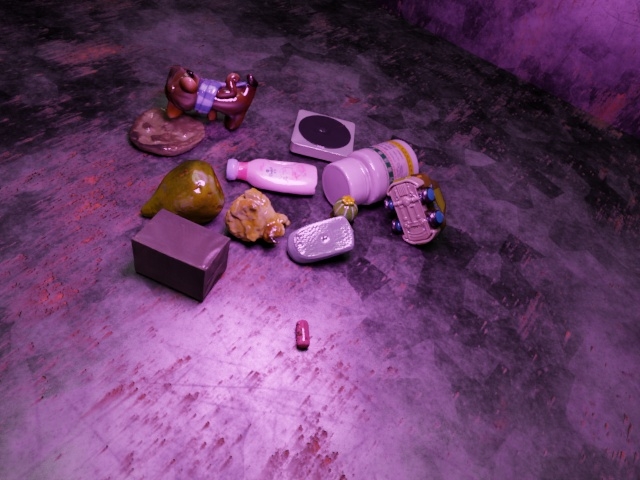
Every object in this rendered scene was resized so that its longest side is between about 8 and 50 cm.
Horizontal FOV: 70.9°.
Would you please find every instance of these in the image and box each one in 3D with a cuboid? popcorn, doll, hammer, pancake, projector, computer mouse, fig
[{"bbox_3d":[-0.214,-0.062,1.478,0.195,0.173,0.168,44,87,-9],"label":"popcorn"},{"bbox_3d":[-0.435,-0.579,1.760,0.339,0.318,0.209,1,68,-30],"label":"doll"},{"bbox_3d":[-0.052,0.270,1.298,0.043,0.043,0.083,4,50,-13],"label":"hammer"},{"bbox_3d":[-0.596,-0.423,1.751,0.294,0.050,0.295,8,44,-8],"label":"pancake"},{"bbox_3d":[0.011,-0.437,1.913,0.259,0.079,0.257,13,48,-4],"label":"projector"},{"bbox_3d":[0.000,0.000,1.499,0.230,0.079,0.128,-13,84,-8],"label":"computer mouse"},{"bbox_3d":[-0.460,-0.139,1.460,0.274,0.206,0.206,-19,54,-3],"label":"fig"}]

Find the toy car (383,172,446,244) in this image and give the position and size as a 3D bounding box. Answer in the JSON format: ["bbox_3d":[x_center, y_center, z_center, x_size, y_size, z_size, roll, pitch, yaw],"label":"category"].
[{"bbox_3d":[0.375,-0.129,1.646,0.198,0.204,0.248,-28,100,-40],"label":"toy car"}]

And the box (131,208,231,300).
[{"bbox_3d":[-0.407,0.044,1.324,0.231,0.155,0.149,23,45,6],"label":"box"}]

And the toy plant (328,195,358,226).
[{"bbox_3d":[0.078,-0.087,1.566,0.092,0.162,0.093,8,49,-9],"label":"toy plant"}]

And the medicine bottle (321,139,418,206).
[{"bbox_3d":[0.189,-0.248,1.710,0.339,0.208,0.208,-23,59,-31],"label":"medicine bottle"}]

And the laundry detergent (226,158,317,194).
[{"bbox_3d":[-0.183,-0.248,1.687,0.335,0.088,0.159,7,43,-9],"label":"laundry detergent"}]
